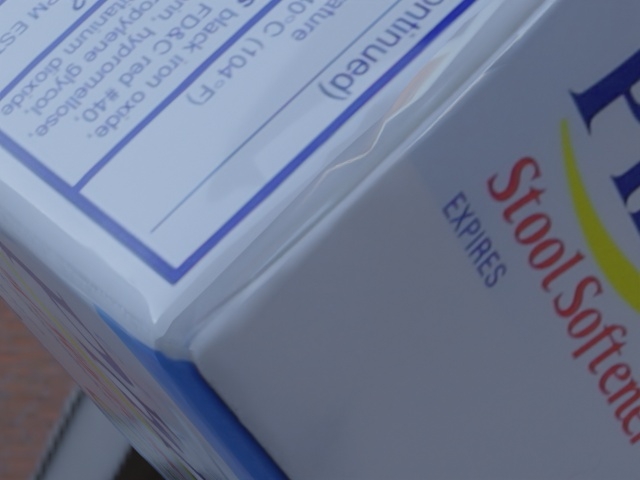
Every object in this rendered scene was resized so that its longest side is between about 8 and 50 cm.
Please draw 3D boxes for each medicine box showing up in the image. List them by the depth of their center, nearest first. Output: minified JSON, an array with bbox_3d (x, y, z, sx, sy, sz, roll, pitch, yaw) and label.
[{"bbox_3d":[0.000,0.000,0.503,0.289,0.149,0.263,35,-16,49],"label":"medicine box"}]
